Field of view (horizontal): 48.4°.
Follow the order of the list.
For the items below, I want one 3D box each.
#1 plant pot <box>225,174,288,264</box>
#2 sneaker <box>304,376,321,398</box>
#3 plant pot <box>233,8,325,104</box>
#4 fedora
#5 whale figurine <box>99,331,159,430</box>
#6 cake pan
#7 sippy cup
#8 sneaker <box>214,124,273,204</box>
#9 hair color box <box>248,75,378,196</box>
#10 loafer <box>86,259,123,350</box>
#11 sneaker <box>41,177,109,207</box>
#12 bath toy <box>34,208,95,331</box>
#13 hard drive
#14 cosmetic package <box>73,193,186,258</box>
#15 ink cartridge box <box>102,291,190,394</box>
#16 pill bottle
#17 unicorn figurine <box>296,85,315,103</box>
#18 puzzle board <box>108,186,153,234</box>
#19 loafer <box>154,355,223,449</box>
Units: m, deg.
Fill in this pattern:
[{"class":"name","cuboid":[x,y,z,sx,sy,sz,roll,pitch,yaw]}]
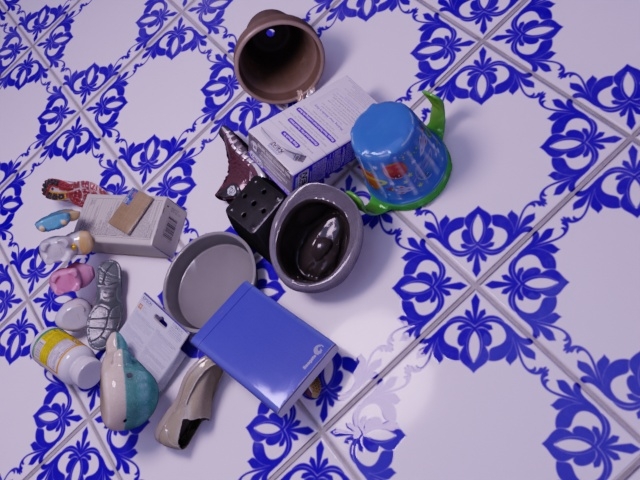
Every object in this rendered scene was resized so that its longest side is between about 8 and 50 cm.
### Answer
[{"class":"plant pot","cuboid":[-0.139,-0.062,1.891,0.187,0.167,0.188,39,88,34]},{"class":"sneaker","cuboid":[-0.068,0.327,1.739,0.084,0.069,0.185,-46,49,10]},{"class":"plant pot","cuboid":[-0.134,-0.567,2.104,0.263,0.263,0.229,-30,39,10]},{"class":"fedora","cuboid":[0.000,0.000,1.799,0.244,0.124,0.275,17,91,19]},{"class":"whale figurine","cuboid":[-0.495,0.359,1.837,0.141,0.216,0.272,0,35,-20]},{"class":"cake pan","cuboid":[-0.295,0.118,1.947,0.293,0.054,0.293,-10,63,21]},{"class":"sippy cup","cuboid":[0.187,-0.224,1.776,0.240,0.224,0.305,-5,64,23]},{"class":"sneaker","cuboid":[-0.260,-0.202,2.054,0.162,0.106,0.281,-42,57,6]},{"class":"hair color box","cuboid":[-0.002,-0.276,1.865,0.339,0.110,0.185,-33,65,-25]},{"class":"loafer","cuboid":[-0.614,0.193,2.064,0.096,0.084,0.267,5,70,-6]},{"class":"sneaker","cuboid":[-0.772,-0.154,2.287,0.225,0.093,0.088,14,92,12]},{"class":"bath toy","cuboid":[-0.725,0.088,2.063,0.151,0.348,0.129,-11,13,-21]},{"class":"hard drive","cuboid":[-0.141,0.254,1.732,0.319,0.040,0.210,31,71,33]},{"class":"cosmetic package","cuboid":[-0.570,-0.044,2.121,0.310,0.113,0.160,4,69,28]},{"class":"ink cartridge box","cuboid":[-0.467,0.290,1.941,0.223,0.045,0.224,35,92,34]},{"class":"pill bottle","cuboid":[-0.710,0.333,2.007,0.208,0.117,0.117,23,78,32]},{"class":"unicorn figurine","cuboid":[0.007,-0.381,2.035,0.162,0.060,0.111,5,78,22]},{"class":"puzzle board","cuboid":[-0.547,-0.086,2.057,0.096,0.011,0.128,26,78,34]},{"class":"loafer","cuboid":[-0.312,0.412,1.796,0.092,0.102,0.268,30,91,32]}]
